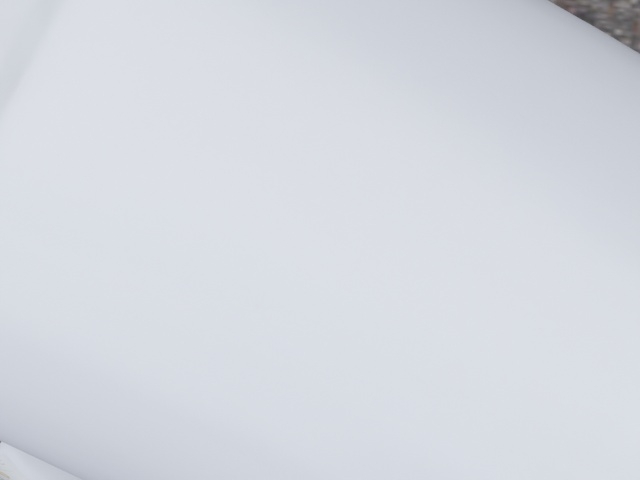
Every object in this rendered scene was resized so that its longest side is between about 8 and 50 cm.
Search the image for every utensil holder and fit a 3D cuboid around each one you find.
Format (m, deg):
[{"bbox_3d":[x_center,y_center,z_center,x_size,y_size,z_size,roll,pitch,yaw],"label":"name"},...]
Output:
[{"bbox_3d":[0.000,0.000,0.838,0.385,0.327,0.328,28,92,-6],"label":"utensil holder"}]

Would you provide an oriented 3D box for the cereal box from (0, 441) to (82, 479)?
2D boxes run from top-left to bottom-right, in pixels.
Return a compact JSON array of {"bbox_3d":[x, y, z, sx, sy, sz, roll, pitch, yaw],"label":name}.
[{"bbox_3d":[-0.124,0.101,1.069,0.240,0.047,0.173,50,57,-37],"label":"cereal box"}]
